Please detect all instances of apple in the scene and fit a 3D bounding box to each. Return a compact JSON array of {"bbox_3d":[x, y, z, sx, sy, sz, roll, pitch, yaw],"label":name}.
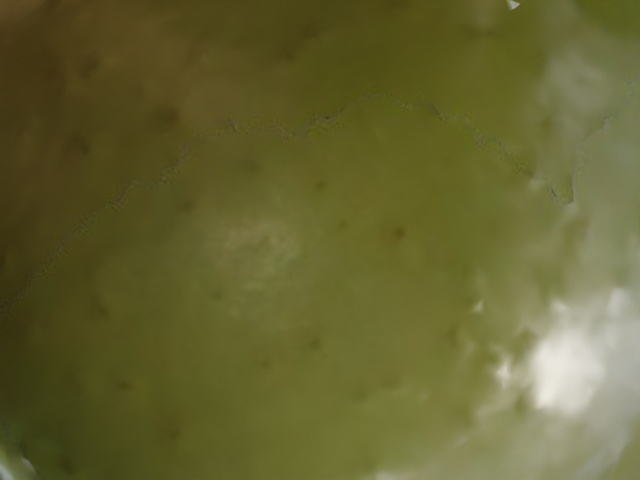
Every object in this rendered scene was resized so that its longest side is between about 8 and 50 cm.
[{"bbox_3d":[0.000,0.000,0.779,0.473,0.473,0.474,-29,-137,32],"label":"apple"}]
